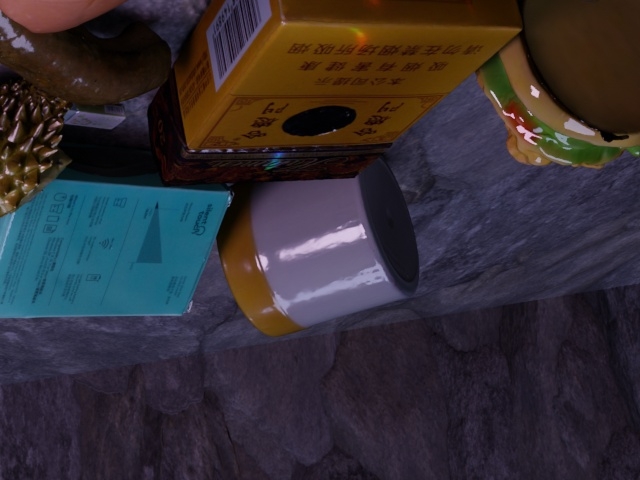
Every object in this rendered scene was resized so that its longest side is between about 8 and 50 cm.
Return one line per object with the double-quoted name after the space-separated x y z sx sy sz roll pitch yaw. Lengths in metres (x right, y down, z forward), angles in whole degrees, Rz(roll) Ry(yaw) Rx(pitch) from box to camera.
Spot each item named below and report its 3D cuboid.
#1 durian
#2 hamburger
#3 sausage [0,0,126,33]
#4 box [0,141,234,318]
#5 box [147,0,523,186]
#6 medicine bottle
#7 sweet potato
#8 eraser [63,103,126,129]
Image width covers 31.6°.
-0.383 -0.094 1.213 0.306 0.172 0.166 -24 -174 17 "durian"
0.268 -0.183 1.209 0.237 0.237 0.149 -5 164 -23 "hamburger"
-0.132 -0.252 0.833 0.304 0.121 0.121 -20 163 29 "sausage"
-0.292 -0.013 1.448 0.311 0.118 0.205 2 123 -40 "box"
-0.006 -0.180 1.209 0.264 0.116 0.415 -5 164 -26 "box"
0.000 0.000 1.651 0.231 0.238 0.238 -17 164 18 "medicine bottle"
-0.250 -0.199 1.055 0.112 0.085 0.286 -48 146 6 "sweet potato"
-0.273 -0.148 1.321 0.083 0.019 0.038 2 162 -41 "eraser"
